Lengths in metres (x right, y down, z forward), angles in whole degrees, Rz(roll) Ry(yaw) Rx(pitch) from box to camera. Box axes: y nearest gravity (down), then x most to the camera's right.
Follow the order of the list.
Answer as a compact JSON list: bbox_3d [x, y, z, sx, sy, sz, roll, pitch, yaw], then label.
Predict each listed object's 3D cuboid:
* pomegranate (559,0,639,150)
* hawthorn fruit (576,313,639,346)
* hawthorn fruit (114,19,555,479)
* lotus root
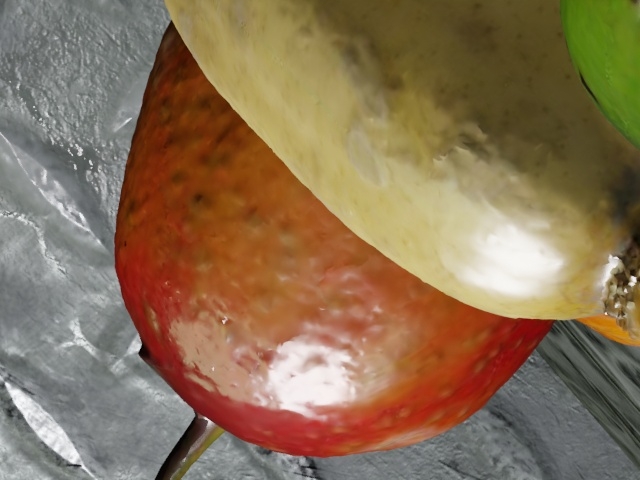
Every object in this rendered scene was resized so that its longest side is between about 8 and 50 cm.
[{"bbox_3d":[0.116,-0.057,0.368,0.169,0.122,0.143,51,151,34],"label":"pomegranate"},{"bbox_3d":[0.156,-0.013,0.765,0.125,0.140,0.125,-7,-90,-68],"label":"hawthorn fruit"},{"bbox_3d":[0.000,0.000,1.036,0.285,0.369,0.285,30,-174,-3],"label":"hawthorn fruit"},{"bbox_3d":[0.064,-0.071,0.675,0.342,0.169,0.151,47,-176,31],"label":"lotus root"}]
